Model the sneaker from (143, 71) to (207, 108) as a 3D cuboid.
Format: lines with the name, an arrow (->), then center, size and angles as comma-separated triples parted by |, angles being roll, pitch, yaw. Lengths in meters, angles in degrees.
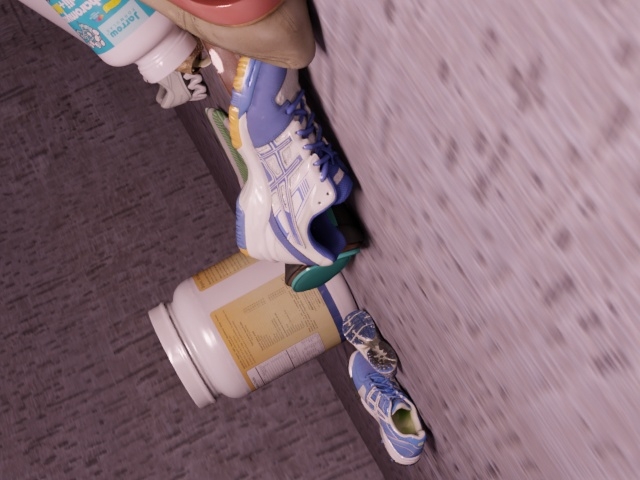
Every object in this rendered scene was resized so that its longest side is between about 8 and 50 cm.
sneaker -> -0.346, -0.411, 1.995 | 0.110, 0.118, 0.292 | 56, 170, 51

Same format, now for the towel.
towel -> -0.148, -0.140, 1.936 | 0.325, 0.038, 0.247 | 51, 166, 57

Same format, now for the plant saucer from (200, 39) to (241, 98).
plant saucer -> -0.107, -0.249, 1.186 | 0.310, 0.050, 0.310 | 59, 173, 13

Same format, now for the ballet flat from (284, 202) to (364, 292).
ballet flat -> 0.000, 0.000, 1.257 | 0.280, 0.095, 0.096 | 134, 118, -72

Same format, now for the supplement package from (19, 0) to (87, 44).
supplement package -> -0.376, -0.415, 1.432 | 0.262, 0.145, 0.204 | 32, 172, -35

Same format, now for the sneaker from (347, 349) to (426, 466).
sneaker -> 0.117, 0.265, 1.529 | 0.211, 0.080, 0.081 | 58, 150, 25

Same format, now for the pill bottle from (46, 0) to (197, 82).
pill bottle -> -0.292, -0.345, 1.275 | 0.264, 0.146, 0.146 | 47, 180, -26

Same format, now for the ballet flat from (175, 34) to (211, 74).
ballet flat -> -0.185, -0.311, 1.428 | 0.067, 0.073, 0.206 | 21, 166, -16

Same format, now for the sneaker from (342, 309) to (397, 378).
sneaker -> 0.079, 0.168, 1.459 | 0.135, 0.052, 0.058 | 56, 175, 41

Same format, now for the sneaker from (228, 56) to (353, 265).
sneaker -> -0.023, -0.099, 1.023 | 0.112, 0.131, 0.296 | -60, -23, -46

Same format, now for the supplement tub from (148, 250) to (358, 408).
supplement tub -> -0.114, 0.132, 1.599 | 0.228, 0.316, 0.228 | 61, 173, 13

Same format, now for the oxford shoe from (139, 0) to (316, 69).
oxford shoe -> -0.135, -0.257, 0.908 | 0.348, 0.123, 0.130 | 42, 173, 40
